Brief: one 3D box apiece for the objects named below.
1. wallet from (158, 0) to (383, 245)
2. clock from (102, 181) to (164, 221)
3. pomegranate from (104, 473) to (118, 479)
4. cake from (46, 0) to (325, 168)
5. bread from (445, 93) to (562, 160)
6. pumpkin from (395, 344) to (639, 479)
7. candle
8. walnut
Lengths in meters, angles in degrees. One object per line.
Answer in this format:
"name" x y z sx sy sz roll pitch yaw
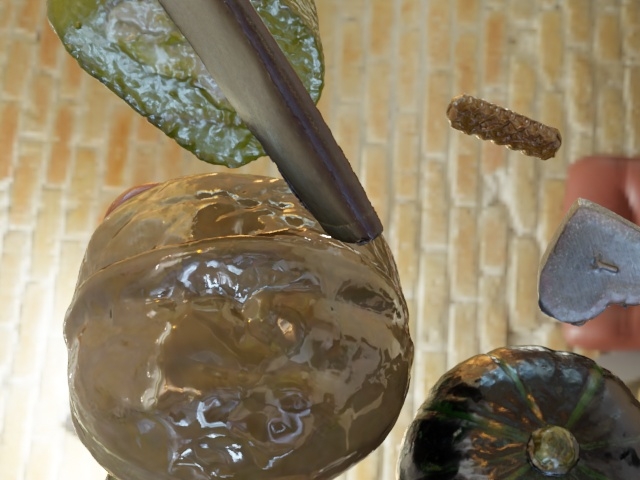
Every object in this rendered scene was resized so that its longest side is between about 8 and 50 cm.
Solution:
"wallet" -0.044 -0.109 0.946 0.255 0.031 0.137 58 166 -12
"clock" -0.223 0.015 1.835 0.051 0.205 0.205 -25 54 49
"pomegranate" -0.252 0.365 1.873 0.241 0.159 0.190 46 -132 -57
"cake" -0.116 -0.206 1.186 0.179 0.260 0.156 -41 30 19
"bread" 0.228 -0.140 1.595 0.052 0.157 0.044 -85 18 -46
"pumpkin" 0.234 0.262 1.390 0.238 0.315 0.315 91 -177 -69
"candle" 0.391 0.024 1.820 0.068 0.192 0.168 -59 -49 -76
"walnut" -0.082 0.101 1.328 0.381 0.381 0.381 3 -90 -88
